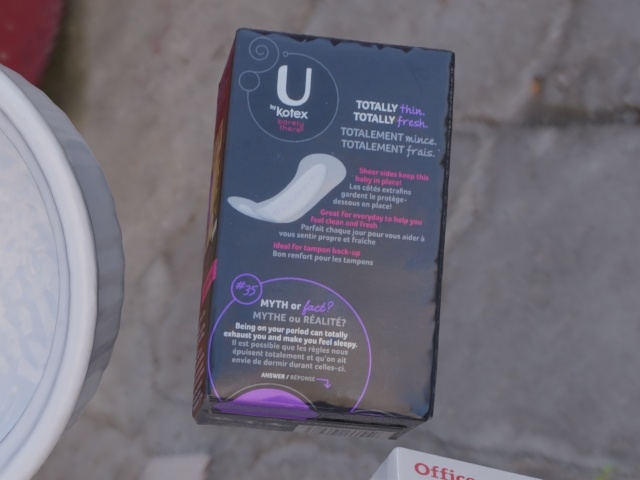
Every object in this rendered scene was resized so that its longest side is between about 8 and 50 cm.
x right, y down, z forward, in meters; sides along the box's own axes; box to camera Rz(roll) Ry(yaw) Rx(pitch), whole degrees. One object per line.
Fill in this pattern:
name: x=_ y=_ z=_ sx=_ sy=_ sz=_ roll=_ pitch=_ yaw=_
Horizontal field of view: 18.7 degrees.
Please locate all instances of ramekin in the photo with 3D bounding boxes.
ramekin: x=-0.230 y=0.019 z=0.977 sx=0.277 sy=0.277 sz=0.135 roll=-44 pitch=-4 yaw=9

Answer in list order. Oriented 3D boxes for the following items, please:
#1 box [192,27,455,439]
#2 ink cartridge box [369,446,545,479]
box: x=0.000 y=0.000 z=1.413 sx=0.143 sy=0.165 sz=0.270 roll=124 pitch=152 yaw=-76
ink cartridge box: x=0.062 y=0.179 z=0.985 sx=0.090 sy=0.092 sz=0.143 roll=124 pitch=154 yaw=-43
